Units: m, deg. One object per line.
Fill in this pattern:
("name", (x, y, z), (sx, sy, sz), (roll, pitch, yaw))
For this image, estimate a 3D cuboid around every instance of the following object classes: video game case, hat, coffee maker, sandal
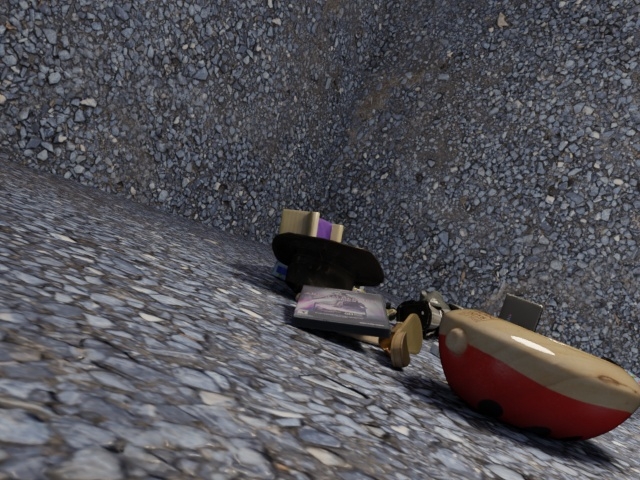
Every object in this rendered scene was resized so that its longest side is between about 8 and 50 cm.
("video game case", (0.047, 0.149, 1.245), (0.195, 0.026, 0.274), (7, 10, 2))
("hat", (0.005, 0.106, 1.577), (0.331, 0.134, 0.331), (15, -27, 8))
("coffee maker", (0.342, 0.259, 1.926), (0.171, 0.120, 0.178), (19, -2, 41))
("sandal", (0.156, 0.209, 1.193), (0.079, 0.088, 0.240), (-7, 2, 19))

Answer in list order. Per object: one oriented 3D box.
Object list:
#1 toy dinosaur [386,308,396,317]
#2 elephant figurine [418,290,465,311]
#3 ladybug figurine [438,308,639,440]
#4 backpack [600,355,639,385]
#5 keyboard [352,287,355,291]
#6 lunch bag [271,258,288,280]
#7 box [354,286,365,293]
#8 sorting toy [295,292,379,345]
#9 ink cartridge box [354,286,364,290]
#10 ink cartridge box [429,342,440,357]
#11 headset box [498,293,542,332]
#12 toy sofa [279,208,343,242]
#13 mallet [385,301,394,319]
("toy dinosaur", (0.107, 0.200, 1.778), (0.268, 0.064, 0.118), (19, -15, 4))
("elephant figurine", (0.467, 0.294, 2.078), (0.239, 0.170, 0.186), (35, 28, 24))
("ladybug figurine", (0.386, 0.252, 1.047), (0.449, 0.162, 0.305), (22, 0, -26))
("backpack", (0.974, 0.494, 1.892), (0.173, 0.158, 0.116), (34, 15, 27))
("keyboard", (0.061, 0.113, 1.722), (0.072, 0.014, 0.256), (11, -27, 14))
("lunch bag", (-0.053, 0.123, 1.972), (0.176, 0.090, 0.218), (18, 2, -44))
("box", (0.086, 0.194, 2.226), (0.168, 0.054, 0.059), (21, 0, -9))
("sorting toy", (0.057, 0.195, 1.348), (0.192, 0.038, 0.208), (21, 4, -32))
("ink cartridge box", (0.100, 0.189, 2.486), (0.127, 0.073, 0.175), (21, 0, 27))
("ink cartridge box", (0.347, 0.308, 1.514), (0.062, 0.029, 0.115), (22, -1, -21))
("headset box", (0.704, 0.332, 2.070), (0.131, 0.247, 0.283), (21, -1, 23))
("toy sofa", (0.000, 0.000, 1.842), (0.176, 0.150, 0.362), (8, -3, 15))
("mallet", (0.246, 0.245, 1.995), (0.062, 0.039, 0.190), (21, -14, 4))
